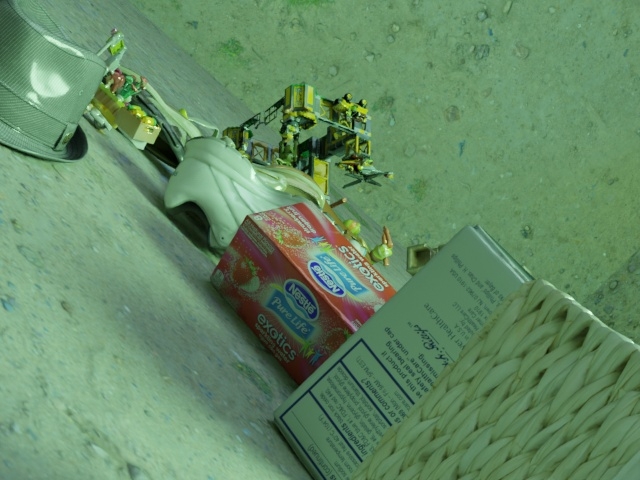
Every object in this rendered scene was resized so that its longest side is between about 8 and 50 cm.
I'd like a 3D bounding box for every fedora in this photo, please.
[{"bbox_3d":[-0.342,-0.208,1.196,0.244,0.124,0.275,45,7,10],"label":"fedora"}]

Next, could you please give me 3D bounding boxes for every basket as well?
[{"bbox_3d":[0.181,0.258,0.686,0.331,0.328,0.266,40,4,-24],"label":"basket"}]

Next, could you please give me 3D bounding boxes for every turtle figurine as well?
[{"bbox_3d":[0.085,0.044,2.045,0.269,0.087,0.217,28,-35,59],"label":"turtle figurine"}]

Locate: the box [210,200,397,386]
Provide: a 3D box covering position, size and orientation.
[{"bbox_3d":[0.001,0.083,1.286,0.128,0.123,0.257,-15,55,-49],"label":"box"}]

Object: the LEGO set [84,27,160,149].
[{"bbox_3d":[-0.272,-0.212,1.389,0.132,0.107,0.287,49,-10,-23],"label":"LEGO set"}]

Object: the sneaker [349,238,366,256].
[{"bbox_3d":[-0.007,0.039,1.552,0.092,0.087,0.228,42,31,8],"label":"sneaker"}]

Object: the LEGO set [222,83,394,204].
[{"bbox_3d":[-0.044,-0.139,1.992,0.255,0.331,0.192,21,61,-40],"label":"LEGO set"}]

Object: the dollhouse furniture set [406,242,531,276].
[{"bbox_3d":[0.372,0.141,2.182,0.174,0.355,0.303,34,51,-49],"label":"dollhouse furniture set"}]

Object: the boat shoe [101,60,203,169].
[{"bbox_3d":[-0.285,-0.195,1.624,0.223,0.080,0.073,38,41,-4],"label":"boat shoe"}]

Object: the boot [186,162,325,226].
[{"bbox_3d":[-0.101,-0.057,1.584,0.213,0.077,0.165,20,28,-6],"label":"boot"}]

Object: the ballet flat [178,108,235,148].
[{"bbox_3d":[-0.204,-0.170,1.909,0.231,0.077,0.077,37,9,-46],"label":"ballet flat"}]

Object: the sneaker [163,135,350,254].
[{"bbox_3d":[-0.087,-0.019,1.452,0.297,0.129,0.111,32,-19,0],"label":"sneaker"}]

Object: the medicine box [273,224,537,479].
[{"bbox_3d":[0.140,0.159,1.113,0.149,0.289,0.263,50,9,27],"label":"medicine box"}]

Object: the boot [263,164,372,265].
[{"bbox_3d":[0.000,0.000,1.828,0.283,0.109,0.220,49,5,-36],"label":"boot"}]
